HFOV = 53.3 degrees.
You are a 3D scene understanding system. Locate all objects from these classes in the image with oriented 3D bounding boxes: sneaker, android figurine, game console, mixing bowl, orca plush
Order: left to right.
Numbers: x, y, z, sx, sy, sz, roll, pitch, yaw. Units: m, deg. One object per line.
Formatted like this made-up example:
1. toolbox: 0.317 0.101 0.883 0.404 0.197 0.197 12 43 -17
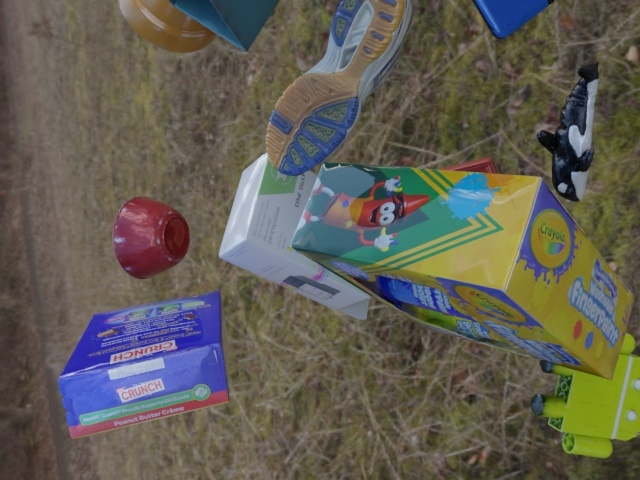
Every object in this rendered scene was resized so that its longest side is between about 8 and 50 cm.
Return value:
1. mixing bowl: -0.346 -0.007 1.377 0.098 0.181 0.181 -1 94 27
2. sneaker: 0.039 -0.213 0.888 0.112 0.131 0.296 41 109 13
3. game console: 0.418 -0.660 1.541 0.293 0.250 0.173 54 174 -12
4. orca plush: 0.498 -0.216 1.305 0.151 0.102 0.287 -75 -17 -47
5. android figurine: 0.542 0.295 1.232 0.056 0.272 0.248 -163 87 -75

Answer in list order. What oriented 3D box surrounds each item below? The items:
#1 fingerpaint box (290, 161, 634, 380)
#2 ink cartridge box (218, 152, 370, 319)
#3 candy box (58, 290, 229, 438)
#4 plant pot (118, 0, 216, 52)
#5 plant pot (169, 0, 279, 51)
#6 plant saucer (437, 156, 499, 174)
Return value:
1. fingerpaint box: 0.238 0.054 1.020 0.371 0.445 0.163 11 74 43
2. ink cartridge box: 0.000 0.000 1.257 0.119 0.353 0.207 -28 42 50
3. candy box: -0.307 0.212 1.185 0.317 0.268 0.122 -127 27 -76
4. plant pot: -0.239 -0.472 1.140 0.188 0.205 0.205 -23 74 56
5. plant pot: -0.122 -0.440 0.923 0.165 0.234 0.165 37 178 18
6. plant saucer: 0.435 -0.115 1.892 0.048 0.259 0.258 90 165 -74
